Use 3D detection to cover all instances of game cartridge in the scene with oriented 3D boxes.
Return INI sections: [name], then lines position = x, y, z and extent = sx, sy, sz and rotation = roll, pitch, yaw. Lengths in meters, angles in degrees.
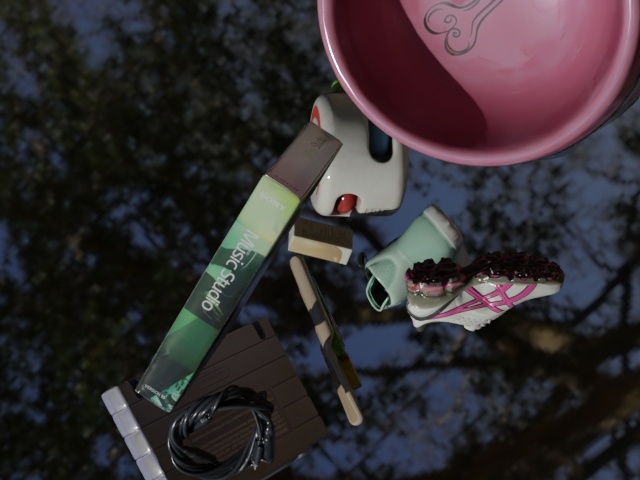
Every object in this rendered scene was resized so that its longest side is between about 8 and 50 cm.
[game cartridge]
position = -0.153, 0.274, 2.236
extent = 0.355, 0.068, 0.230
rotation = -22, -94, -51

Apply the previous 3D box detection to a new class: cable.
[cable]
position = -0.136, 0.260, 1.998
extent = 0.184, 0.150, 0.047
rotation = 89, 174, -46

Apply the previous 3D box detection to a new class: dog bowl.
[dog bowl]
position = 0.176, -0.260, 1.541
extent = 0.408, 0.408, 0.150
rotation = 45, -152, -5

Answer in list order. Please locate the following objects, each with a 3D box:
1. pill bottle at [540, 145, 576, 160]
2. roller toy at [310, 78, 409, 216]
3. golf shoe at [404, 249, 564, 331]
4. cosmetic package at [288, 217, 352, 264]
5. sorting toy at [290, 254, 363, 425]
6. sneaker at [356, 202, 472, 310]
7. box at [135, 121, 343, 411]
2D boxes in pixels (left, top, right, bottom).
[pill bottle]
position = 0.339, -0.225, 2.265
extent = 0.108, 0.108, 0.180
rotation = 22, -120, -50
[roller toy]
position = 0.063, -0.129, 2.241
extent = 0.146, 0.209, 0.191
rotation = 1, -154, -8
[golf shoe]
position = 0.191, 0.061, 1.698
extent = 0.067, 0.186, 0.086
rotation = -94, -1, -61
[cosmetic package]
position = 0.000, 0.000, 2.695
extent = 0.115, 0.041, 0.060
rotation = 15, -141, -9
[sorting toy]
position = 0.016, 0.147, 2.178
extent = 0.193, 0.038, 0.208
rotation = -114, 4, -47
[sneaker]
position = 0.128, 0.040, 2.025
extent = 0.094, 0.151, 0.256
rotation = 52, 180, 20
[box]
position = -0.093, 0.028, 1.734
extent = 0.058, 0.322, 0.232
rotation = 31, -156, 1
